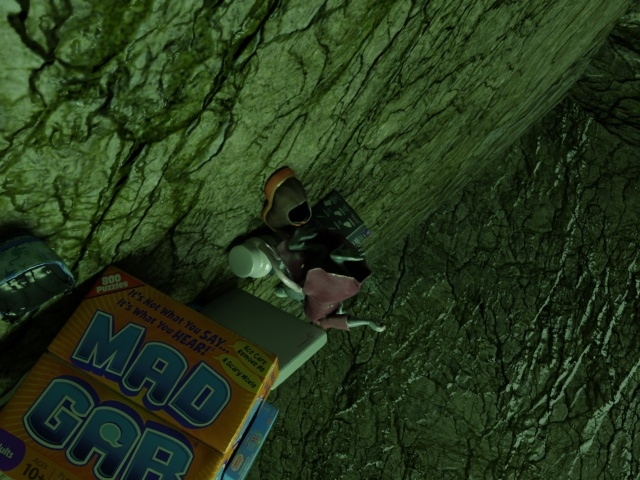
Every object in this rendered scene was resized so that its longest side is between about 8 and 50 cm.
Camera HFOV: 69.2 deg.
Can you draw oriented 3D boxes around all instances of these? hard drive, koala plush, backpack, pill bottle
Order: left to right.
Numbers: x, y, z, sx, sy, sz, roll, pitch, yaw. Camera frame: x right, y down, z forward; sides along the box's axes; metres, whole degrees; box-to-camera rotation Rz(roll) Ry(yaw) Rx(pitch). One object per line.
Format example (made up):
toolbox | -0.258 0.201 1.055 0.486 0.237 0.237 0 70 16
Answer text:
backpack | -0.401 0.042 0.617 0.105 0.084 0.114 -34 170 -25
hard drive | -0.192 0.258 1.308 0.233 0.353 0.047 -32 134 -45
pill bottle | -0.152 0.040 1.215 0.108 0.108 0.180 -48 164 27
koala plush | -0.063 0.182 1.824 0.221 0.203 0.196 11 143 -46

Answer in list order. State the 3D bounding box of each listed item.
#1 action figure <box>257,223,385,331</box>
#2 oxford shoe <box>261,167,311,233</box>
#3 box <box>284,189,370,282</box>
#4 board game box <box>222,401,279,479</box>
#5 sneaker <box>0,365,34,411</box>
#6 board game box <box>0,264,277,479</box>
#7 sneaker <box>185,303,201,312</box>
action figure | 0.009 0.145 1.206 0.275 0.248 0.370 -20 143 -20
oxford shoe | -0.078 -0.063 1.110 0.097 0.098 0.271 -37 166 -14
box | 0.000 0.000 1.412 0.270 0.143 0.165 -40 164 3
board game box | -0.157 0.455 0.970 0.160 0.039 0.212 -57 171 -45
sneaker | -0.587 0.359 0.981 0.295 0.147 0.104 -41 164 -4
board game box | -0.322 0.329 0.925 0.356 0.356 0.356 -61 174 -21
sneaker | -0.377 0.216 1.271 0.053 0.059 0.144 -49 165 27
